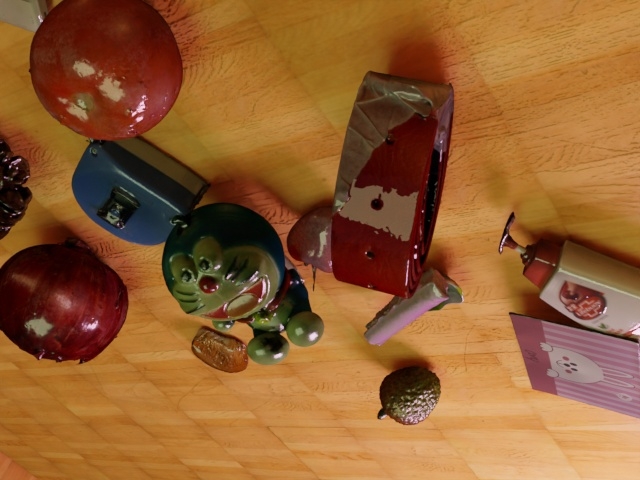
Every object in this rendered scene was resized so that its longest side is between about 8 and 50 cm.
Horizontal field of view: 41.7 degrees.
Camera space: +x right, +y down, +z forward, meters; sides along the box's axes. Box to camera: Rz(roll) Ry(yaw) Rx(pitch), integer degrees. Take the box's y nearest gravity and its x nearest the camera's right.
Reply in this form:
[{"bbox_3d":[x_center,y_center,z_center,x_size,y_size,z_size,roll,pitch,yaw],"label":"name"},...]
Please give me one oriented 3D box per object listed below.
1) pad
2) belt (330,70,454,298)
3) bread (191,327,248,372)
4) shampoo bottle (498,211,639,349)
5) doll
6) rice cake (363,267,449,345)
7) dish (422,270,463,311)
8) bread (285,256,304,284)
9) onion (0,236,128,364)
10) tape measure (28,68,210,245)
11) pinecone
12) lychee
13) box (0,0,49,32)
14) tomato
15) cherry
[{"bbox_3d":[0.428,0.212,1.387,0.202,0.005,0.299,12,152,28],"label":"pad"},{"bbox_3d":[0.096,-0.077,1.104,0.115,0.227,0.323,13,130,12],"label":"belt"},{"bbox_3d":[-0.223,0.248,1.852,0.129,0.044,0.126,24,143,8],"label":"bread"},{"bbox_3d":[0.378,0.056,1.224,0.284,0.071,0.153,26,148,-4],"label":"shampoo bottle"},{"bbox_3d":[-0.139,0.061,1.400,0.199,0.186,0.322,-26,129,14],"label":"doll"},{"bbox_3d":[0.140,0.117,1.401,0.055,0.049,0.270,33,148,-7],"label":"rice cake"},{"bbox_3d":[0.182,0.075,1.396,0.137,0.039,0.091,-8,133,41],"label":"dish"},{"bbox_3d":[-0.157,0.069,1.590,0.267,0.040,0.267,16,143,13],"label":"bread"},{"bbox_3d":[-0.527,0.122,1.718,0.276,0.276,0.276,16,143,13],"label":"onion"},{"bbox_3d":[-0.376,-0.124,1.439,0.351,0.098,0.215,35,142,-9],"label":"tape measure"},{"bbox_3d":[-0.655,-0.083,1.533,0.257,0.243,0.243,18,145,28],"label":"pinecone"},{"bbox_3d":[0.167,0.301,1.623,0.114,0.114,0.146,40,117,-19],"label":"lychee"},{"bbox_3d":[-0.463,-0.420,1.163,0.142,0.044,0.285,20,144,12],"label":"box"},{"bbox_3d":[-0.289,-0.244,1.156,0.208,0.184,0.208,11,141,9],"label":"tomato"},{"bbox_3d":[0.005,0.000,1.370,0.106,0.087,0.126,41,124,-9],"label":"cherry"}]
